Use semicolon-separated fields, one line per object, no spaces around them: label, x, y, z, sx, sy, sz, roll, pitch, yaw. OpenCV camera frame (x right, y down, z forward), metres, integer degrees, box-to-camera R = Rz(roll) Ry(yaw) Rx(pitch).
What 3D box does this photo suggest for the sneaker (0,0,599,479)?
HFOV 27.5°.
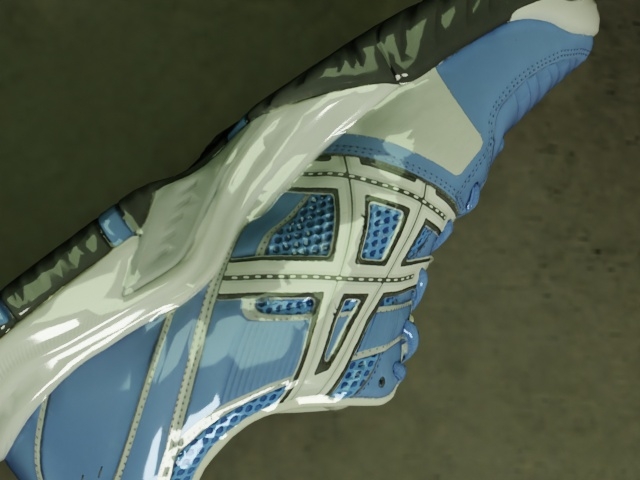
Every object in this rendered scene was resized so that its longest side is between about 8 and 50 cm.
sneaker;0.000;0.000;0.356;0.211;0.080;0.081;-39;95;-15
